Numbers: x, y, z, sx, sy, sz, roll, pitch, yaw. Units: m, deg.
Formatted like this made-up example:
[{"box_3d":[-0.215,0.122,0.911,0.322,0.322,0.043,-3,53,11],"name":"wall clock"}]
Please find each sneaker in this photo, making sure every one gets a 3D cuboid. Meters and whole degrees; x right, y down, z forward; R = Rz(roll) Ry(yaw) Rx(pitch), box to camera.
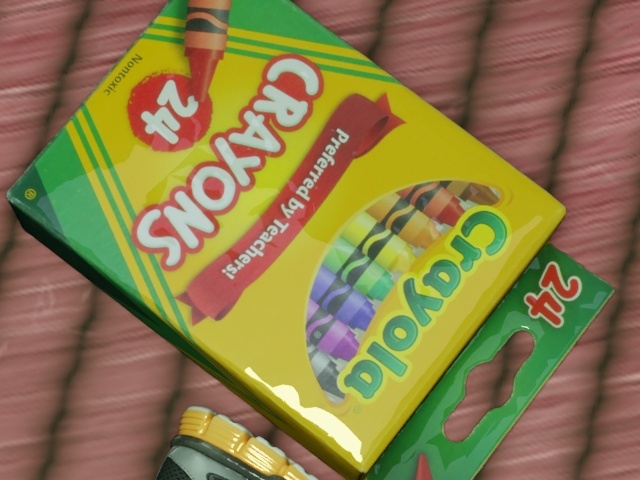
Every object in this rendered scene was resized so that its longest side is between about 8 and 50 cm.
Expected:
[{"box_3d":[-0.007,0.182,1.096,0.215,0.084,0.083,31,79,16],"name":"sneaker"}]

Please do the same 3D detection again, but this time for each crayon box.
[{"box_3d":[0.000,0.000,1.136,0.318,0.081,0.202,36,78,7],"name":"crayon box"}]
